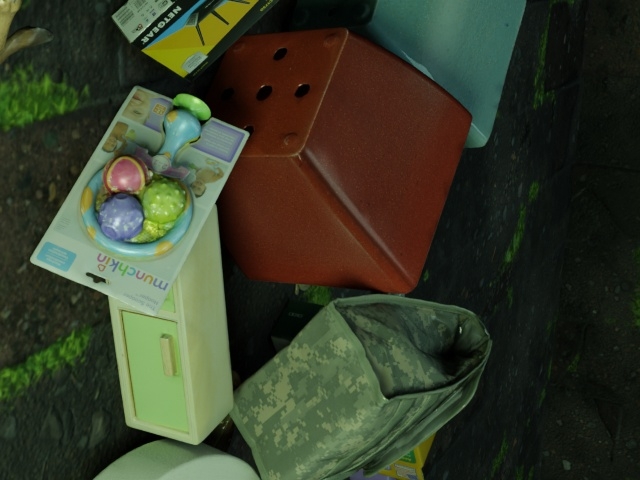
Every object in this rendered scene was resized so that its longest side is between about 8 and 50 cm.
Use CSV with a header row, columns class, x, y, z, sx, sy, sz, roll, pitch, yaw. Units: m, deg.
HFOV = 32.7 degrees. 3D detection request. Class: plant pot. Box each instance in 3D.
class,x,y,z,sx,sy,sz,roll,pitch,yaw
plant pot,0.098,-0.294,1.519,0.252,0.247,0.248,33,68,-45
plant pot,-0.009,-0.114,1.338,0.236,0.267,0.267,46,57,-46

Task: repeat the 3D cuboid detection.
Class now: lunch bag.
class,x,y,z,sx,sy,sz,roll,pitch,yaw
lunch bag,0.067,0.189,1.373,0.287,0.169,0.235,-2,145,-49

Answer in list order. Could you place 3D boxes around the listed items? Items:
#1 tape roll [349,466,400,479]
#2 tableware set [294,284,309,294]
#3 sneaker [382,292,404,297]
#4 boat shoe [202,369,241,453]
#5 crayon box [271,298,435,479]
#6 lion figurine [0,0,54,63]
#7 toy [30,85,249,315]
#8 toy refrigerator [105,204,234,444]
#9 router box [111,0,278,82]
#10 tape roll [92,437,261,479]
class,x,y,z,sx,sy,sz,roll,pitch,yaw
tape roll,0.126,0.380,2.025,0.189,0.080,0.189,-36,131,-56
tableware set,0.000,0.000,1.668,0.168,0.020,0.141,-31,126,-60
sneaker,0.151,0.168,1.979,0.088,0.092,0.225,-52,143,-47
boat shoe,-0.145,0.250,1.400,0.178,0.064,0.060,-70,160,-7
crayon box,0.061,0.236,1.672,0.323,0.203,0.083,75,34,-44
lion figurine,-0.326,-0.086,0.772,0.392,0.142,0.240,6,101,-70
toy,-0.177,-0.057,1.103,0.056,0.137,0.237,110,3,-58
toy refrigerator,-0.171,0.089,1.223,0.094,0.102,0.270,-43,137,-53
router box,-0.115,-0.260,1.157,0.179,0.046,0.133,-41,158,11
tape roll,-0.196,0.422,1.264,0.392,0.072,0.392,-30,128,-48
